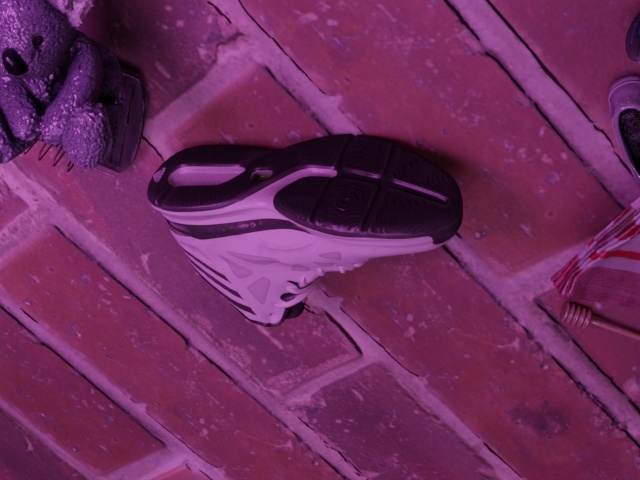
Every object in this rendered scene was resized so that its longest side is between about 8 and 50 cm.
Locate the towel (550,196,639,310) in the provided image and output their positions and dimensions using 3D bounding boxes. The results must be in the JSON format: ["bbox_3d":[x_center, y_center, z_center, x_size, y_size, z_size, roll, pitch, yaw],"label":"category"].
[{"bbox_3d":[0.470,-0.012,1.364,0.237,0.037,0.329,10,139,-28],"label":"towel"}]

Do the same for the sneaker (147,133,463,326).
[{"bbox_3d":[0.000,-0.001,1.546,0.447,0.169,0.257,5,140,26],"label":"sneaker"}]

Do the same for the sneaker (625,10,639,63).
[{"bbox_3d":[0.490,-0.228,1.208,0.297,0.111,0.129,-11,141,31],"label":"sneaker"}]

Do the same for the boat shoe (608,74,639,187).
[{"bbox_3d":[0.406,-0.091,1.350,0.079,0.081,0.227,-18,121,31],"label":"boat shoe"}]

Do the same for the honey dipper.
[{"bbox_3d":[0.417,0.127,1.573,0.160,0.030,0.030,20,133,-2],"label":"honey dipper"}]

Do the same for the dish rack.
[{"bbox_3d":[-0.380,-0.188,1.549,0.271,0.074,0.208,21,134,1],"label":"dish rack"}]

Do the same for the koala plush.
[{"bbox_3d":[-0.339,-0.230,1.336,0.196,0.203,0.221,2,136,13],"label":"koala plush"}]
